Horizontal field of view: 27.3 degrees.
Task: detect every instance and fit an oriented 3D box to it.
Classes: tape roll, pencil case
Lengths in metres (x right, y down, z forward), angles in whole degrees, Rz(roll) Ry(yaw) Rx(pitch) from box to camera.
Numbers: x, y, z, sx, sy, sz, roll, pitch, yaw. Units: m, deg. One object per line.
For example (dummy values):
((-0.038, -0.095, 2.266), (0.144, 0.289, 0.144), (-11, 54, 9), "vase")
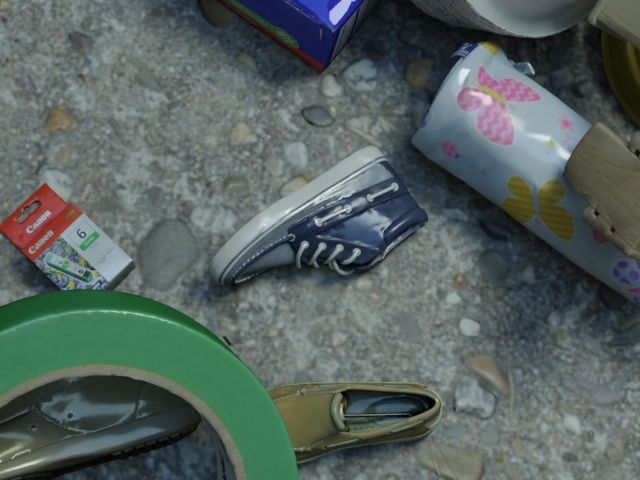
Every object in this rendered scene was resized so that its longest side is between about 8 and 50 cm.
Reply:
((-0.178, 0.200, 1.006), (0.321, 0.077, 0.321), (-3, 100, -17), "tape roll")
((0.212, -0.059, 1.143), (0.273, 0.113, 0.124), (38, 48, 8), "pencil case")

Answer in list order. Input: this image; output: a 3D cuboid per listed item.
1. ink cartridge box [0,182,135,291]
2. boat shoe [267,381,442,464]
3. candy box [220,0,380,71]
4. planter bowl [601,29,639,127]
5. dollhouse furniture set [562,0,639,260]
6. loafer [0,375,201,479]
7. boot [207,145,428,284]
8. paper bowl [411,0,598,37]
((-0.225, 0.004, 1.153), (0.115, 0.029, 0.063), (43, 78, 8), "ink cartridge box")
((0.008, 0.145, 1.102), (0.190, 0.072, 0.068), (-11, 76, -4), "boat shoe")
((-0.006, -0.358, 1.209), (0.268, 0.122, 0.317), (37, 76, 6), "candy box")
((0.364, -0.184, 1.162), (0.217, 0.090, 0.217), (0, 91, 2), "planter bowl")
((0.384, -0.106, 1.082), (0.303, 0.198, 0.286), (20, 111, -30), "dollhouse furniture set")
((-0.237, 0.152, 1.084), (0.268, 0.102, 0.092), (-13, 75, -15), "loafer")
((0.000, 0.000, 1.141), (0.190, 0.069, 0.086), (-35, 76, -12), "boot")
((0.187, -0.314, 1.111), (0.148, 0.284, 0.284), (21, 70, 48), "paper bowl")
